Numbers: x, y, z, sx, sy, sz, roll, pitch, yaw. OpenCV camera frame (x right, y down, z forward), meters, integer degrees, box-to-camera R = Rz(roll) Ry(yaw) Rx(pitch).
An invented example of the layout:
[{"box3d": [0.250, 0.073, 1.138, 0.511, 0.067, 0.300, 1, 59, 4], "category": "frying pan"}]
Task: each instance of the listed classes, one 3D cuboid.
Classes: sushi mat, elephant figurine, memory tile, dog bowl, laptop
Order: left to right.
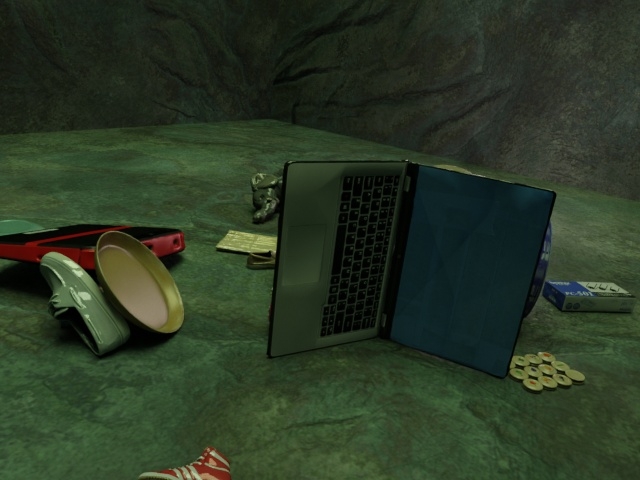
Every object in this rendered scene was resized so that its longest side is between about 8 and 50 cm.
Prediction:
[{"box3d": [-0.172, -0.161, 1.853, 0.240, 0.169, 0.186, -22, 2, -25], "category": "elephant figurine"}, {"box3d": [-0.130, 0.017, 1.550, 0.317, 0.019, 0.151, 8, 21, 2], "category": "sushi mat"}, {"box3d": [0.148, 0.067, 0.971, 0.408, 0.381, 0.236, -5, 23, -29], "category": "laptop"}, {"box3d": [0.451, 0.051, 1.282, 0.104, 0.264, 0.265, 14, 21, 7], "category": "dog bowl"}, {"box3d": [0.439, 0.260, 1.076, 0.148, 0.012, 0.113, -2, 22, -24], "category": "memory tile"}]

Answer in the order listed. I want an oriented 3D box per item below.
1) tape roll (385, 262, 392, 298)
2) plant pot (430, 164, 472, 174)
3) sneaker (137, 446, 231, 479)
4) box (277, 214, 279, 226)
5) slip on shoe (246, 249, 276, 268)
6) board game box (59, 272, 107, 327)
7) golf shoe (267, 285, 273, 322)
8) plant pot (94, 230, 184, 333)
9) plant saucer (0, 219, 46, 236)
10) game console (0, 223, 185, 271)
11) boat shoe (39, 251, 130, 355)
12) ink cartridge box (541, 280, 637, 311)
[{"box3d": [0.088, 0.036, 1.298, 0.392, 0.071, 0.392, 26, 13, -7], "category": "tape roll"}, {"box3d": [0.303, -0.004, 1.288, 0.257, 0.256, 0.274, 5, 35, -5], "category": "plant pot"}, {"box3d": [-0.176, 0.306, 0.710, 0.119, 0.042, 0.067, 11, 23, -10], "category": "sneaker"}, {"box3d": [-0.012, -0.062, 1.764, 0.191, 0.045, 0.184, 16, 20, 26], "category": "box"}, {"box3d": [-0.129, 0.047, 1.430, 0.136, 0.041, 0.051, -2, 25, -22], "category": "slip on shoe"}, {"box3d": [-0.470, 0.110, 1.128, 0.194, 0.060, 0.194, 2, 22, -13], "category": "board game box"}, {"box3d": [-0.012, 0.109, 1.206, 0.140, 0.115, 0.306, 17, 23, 16], "category": "golf shoe"}, {"box3d": [-0.361, 0.087, 1.065, 0.032, 0.236, 0.236, -33, 19, 9], "category": "plant pot"}, {"box3d": [-0.809, -0.021, 1.408, 0.195, 0.037, 0.195, 7, 20, -2], "category": "plant saucer"}, {"box3d": [-0.545, 0.010, 1.285, 0.343, 0.060, 0.386, 3, 7, 13], "category": "game console"}, {"box3d": [-0.450, 0.116, 0.986, 0.227, 0.079, 0.081, 44, 42, 7], "category": "boat shoe"}, {"box3d": [0.706, 0.147, 1.420, 0.207, 0.046, 0.097, 3, 19, -10], "category": "ink cartridge box"}]
